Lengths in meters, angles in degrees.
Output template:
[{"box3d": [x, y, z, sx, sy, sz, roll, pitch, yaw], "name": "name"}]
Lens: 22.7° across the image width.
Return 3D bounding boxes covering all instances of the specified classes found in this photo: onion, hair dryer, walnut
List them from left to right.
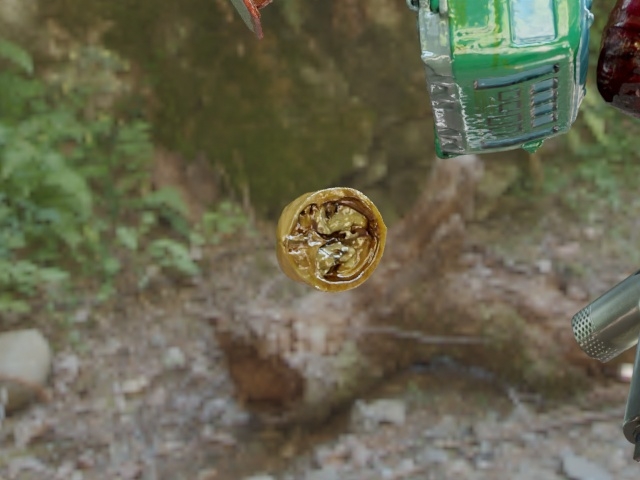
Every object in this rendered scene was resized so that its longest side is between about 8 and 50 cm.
[{"box3d": [0.000, 0.000, 1.395, 0.121, 0.091, 0.052, -5, 2, -41], "name": "walnut"}, {"box3d": [0.430, -0.242, 1.855, 0.207, 0.206, 0.216, -2, 16, -35], "name": "onion"}, {"box3d": [0.382, 0.076, 1.488, 0.156, 0.320, 0.284, 29, 33, -26], "name": "hair dryer"}]

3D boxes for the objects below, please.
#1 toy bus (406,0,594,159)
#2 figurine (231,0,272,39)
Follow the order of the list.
[{"box3d": [0.209, -0.226, 1.833, 0.199, 0.183, 0.343, -5, -15, 6], "name": "toy bus"}, {"box3d": [-0.004, -0.297, 1.291, 0.226, 0.160, 0.183, -34, 2, 0], "name": "figurine"}]
